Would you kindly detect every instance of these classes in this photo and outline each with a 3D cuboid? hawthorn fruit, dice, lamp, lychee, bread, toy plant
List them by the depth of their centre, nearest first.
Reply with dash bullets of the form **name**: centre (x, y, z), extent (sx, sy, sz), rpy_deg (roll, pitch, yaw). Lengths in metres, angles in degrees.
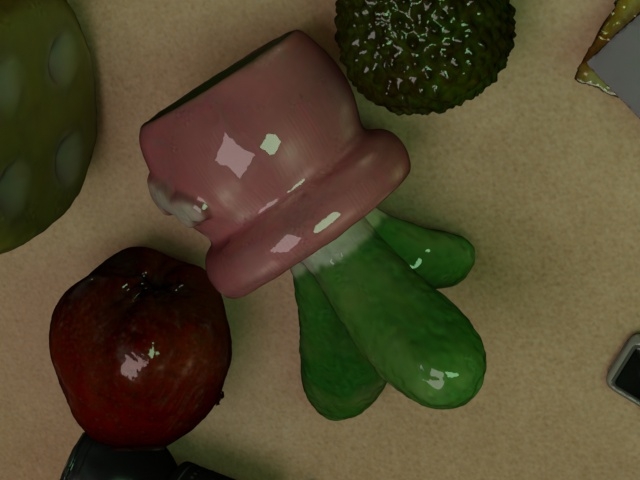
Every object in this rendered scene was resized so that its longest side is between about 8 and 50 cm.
- **bread**: centre (0.274, -0.172, 1.606), extent (0.084, 0.080, 0.109), rpy_deg (29, 126, 5)
- **lychee**: centre (0.083, -0.187, 1.635), extent (0.171, 0.171, 0.171), rpy_deg (11, 119, 20)
- **toy plant**: centre (-0.006, -0.002, 1.766), extent (0.356, 0.210, 0.317), rpy_deg (50, 158, -10)
- **dice**: centre (-0.359, -0.123, 1.831), extent (0.227, 0.238, 0.233), rpy_deg (8, 118, 22)
- **hawthorn fruit**: centre (-0.171, 0.117, 1.906), extent (0.185, 0.185, 0.202), rpy_deg (17, 125, 17)
- **lamp**: centre (-0.139, 0.279, 1.977), extent (0.227, 0.172, 0.147), rpy_deg (19, 120, 17)

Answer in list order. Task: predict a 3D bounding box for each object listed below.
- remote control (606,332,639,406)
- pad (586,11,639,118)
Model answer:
- **remote control**: centre (0.379, 0.172, 1.763), extent (0.261, 0.029, 0.067), rpy_deg (31, 124, 8)
- **pad**: centre (0.359, -0.166, 1.568), extent (0.170, 0.006, 0.245), rpy_deg (46, 106, -1)
